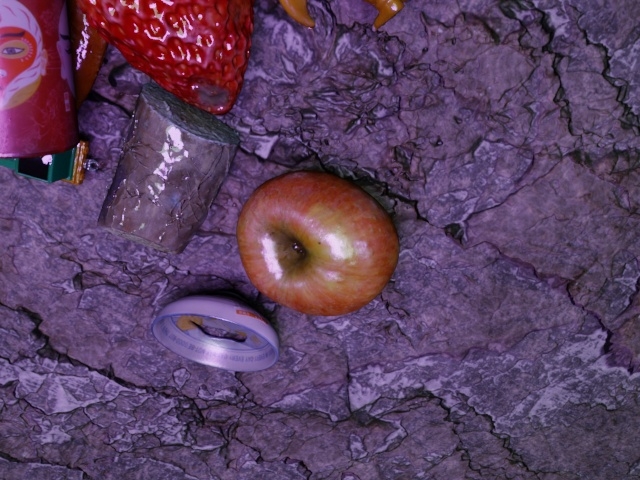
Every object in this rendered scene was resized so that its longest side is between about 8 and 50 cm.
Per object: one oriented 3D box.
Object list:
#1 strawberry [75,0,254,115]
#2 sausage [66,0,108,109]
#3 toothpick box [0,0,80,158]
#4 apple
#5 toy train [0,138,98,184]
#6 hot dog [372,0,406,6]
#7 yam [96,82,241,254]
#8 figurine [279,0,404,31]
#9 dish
[{"bbox_3d":[-0.238,-0.369,0.622,0.292,0.291,0.309,10,106,-8],"label":"strawberry"},{"bbox_3d":[-0.430,-0.366,0.718,0.103,0.076,0.302,20,106,-12],"label":"sausage"},{"bbox_3d":[-0.470,-0.307,0.575,0.204,0.204,0.333,8,117,-8],"label":"toothpick box"},{"bbox_3d":[0.000,0.000,0.810,0.309,0.250,0.277,43,117,4],"label":"apple"},{"bbox_3d":[-0.536,-0.167,0.748,0.228,0.136,0.091,17,107,-12],"label":"toy train"},{"bbox_3d":[0.179,-0.490,0.737,0.236,0.062,0.092,-19,113,3],"label":"hot dog"},{"bbox_3d":[-0.292,-0.119,0.764,0.203,0.201,0.271,27,111,-12],"label":"yam"},{"bbox_3d":[0.081,-0.547,0.568,0.401,0.268,0.387,-28,103,29],"label":"figurine"},{"bbox_3d":[-0.213,0.176,0.902,0.274,0.133,0.273,7,140,6],"label":"dish"}]
